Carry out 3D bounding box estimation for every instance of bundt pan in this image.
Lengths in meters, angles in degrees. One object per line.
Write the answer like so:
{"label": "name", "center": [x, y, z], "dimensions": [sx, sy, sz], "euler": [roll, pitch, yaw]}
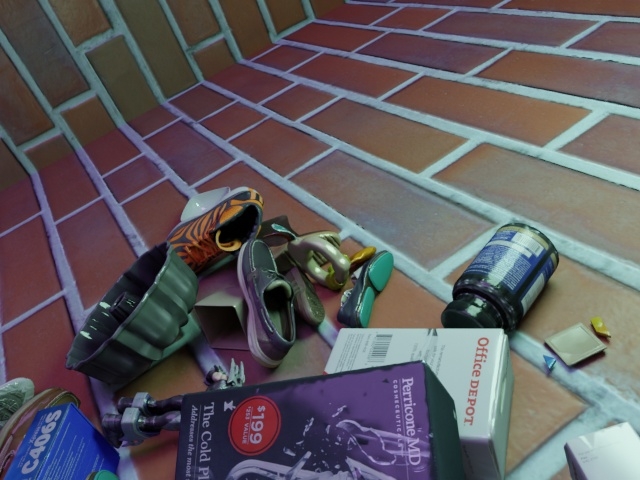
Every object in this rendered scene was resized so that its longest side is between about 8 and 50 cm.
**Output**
{"label": "bundt pan", "center": [-0.382, 0.163, 1.264], "dimensions": [0.331, 0.124, 0.331], "euler": [-39, 25, 22]}

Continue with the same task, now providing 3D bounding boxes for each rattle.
{"label": "rattle", "center": [0.000, 0.000, 1.269], "dimensions": [0.199, 0.130, 0.143], "euler": [34, 72, 21]}

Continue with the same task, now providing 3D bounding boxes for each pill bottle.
{"label": "pill bottle", "center": [0.302, 0.079, 1.011], "dimensions": [0.123, 0.123, 0.219], "euler": [15, 49, 44]}

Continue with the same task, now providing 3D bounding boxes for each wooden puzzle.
{"label": "wooden puzzle", "center": [0.400, 0.163, 0.931], "dimensions": [0.116, 0.014, 0.078], "euler": [-22, 29, 4]}

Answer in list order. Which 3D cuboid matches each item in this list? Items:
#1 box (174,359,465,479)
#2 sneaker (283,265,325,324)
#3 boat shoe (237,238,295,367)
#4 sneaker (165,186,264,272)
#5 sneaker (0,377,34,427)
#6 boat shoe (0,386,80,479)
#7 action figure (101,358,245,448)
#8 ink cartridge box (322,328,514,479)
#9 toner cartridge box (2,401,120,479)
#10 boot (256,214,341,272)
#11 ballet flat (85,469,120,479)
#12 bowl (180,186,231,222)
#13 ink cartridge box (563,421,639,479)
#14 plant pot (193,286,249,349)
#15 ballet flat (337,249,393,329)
{"label": "box", "center": [0.006, 0.341, 0.673], "dimensions": [0.312, 0.179, 0.343], "euler": [-12, 58, 17]}
{"label": "sneaker", "center": [-0.044, 0.129, 1.234], "dimensions": [0.071, 0.066, 0.188], "euler": [-41, 28, 9]}
{"label": "boat shoe", "center": [-0.098, 0.107, 1.179], "dimensions": [0.092, 0.103, 0.285], "euler": [-38, 45, 31]}
{"label": "sneaker", "center": [-0.269, 0.001, 1.418], "dimensions": [0.321, 0.124, 0.180], "euler": [-42, 21, 7]}
{"label": "sneaker", "center": [-0.738, 0.375, 1.289], "dimensions": [0.232, 0.090, 0.115], "euler": [-41, 33, -25]}
{"label": "boat shoe", "center": [-0.540, 0.426, 1.076], "dimensions": [0.120, 0.122, 0.324], "euler": [5, 51, 30]}
{"label": "action figure", "center": [-0.235, 0.305, 1.065], "dimensions": [0.285, 0.099, 0.185], "euler": [-11, 28, 13]}
{"label": "ink cartridge box", "center": [0.141, 0.239, 0.894], "dimensions": [0.273, 0.114, 0.197], "euler": [-5, 37, 28]}
{"label": "toner cartridge box", "center": [-0.433, 0.446, 0.923], "dimensions": [0.075, 0.165, 0.348], "euler": [-17, 33, 13]}
{"label": "boot", "center": [-0.078, -0.009, 1.406], "dimensions": [0.248, 0.090, 0.207], "euler": [-22, 35, 10]}
{"label": "ballet flat", "center": [-0.327, 0.477, 0.874], "dimensions": [0.106, 0.107, 0.316], "euler": [-44, 35, -5]}
{"label": "bowl", "center": [-0.319, -0.086, 1.705], "dimensions": [0.142, 0.053, 0.142], "euler": [-14, 33, 16]}
{"label": "ink cartridge box", "center": [0.346, 0.316, 0.630], "dimensions": [0.082, 0.140, 0.191], "euler": [-21, 33, 7]}
{"label": "plant pot", "center": [-0.179, 0.154, 1.238], "dimensions": [0.109, 0.109, 0.096], "euler": [-3, 27, 30]}
{"label": "ballet flat", "center": [0.084, 0.093, 1.182], "dimensions": [0.074, 0.074, 0.203], "euler": [-1, 41, 31]}
